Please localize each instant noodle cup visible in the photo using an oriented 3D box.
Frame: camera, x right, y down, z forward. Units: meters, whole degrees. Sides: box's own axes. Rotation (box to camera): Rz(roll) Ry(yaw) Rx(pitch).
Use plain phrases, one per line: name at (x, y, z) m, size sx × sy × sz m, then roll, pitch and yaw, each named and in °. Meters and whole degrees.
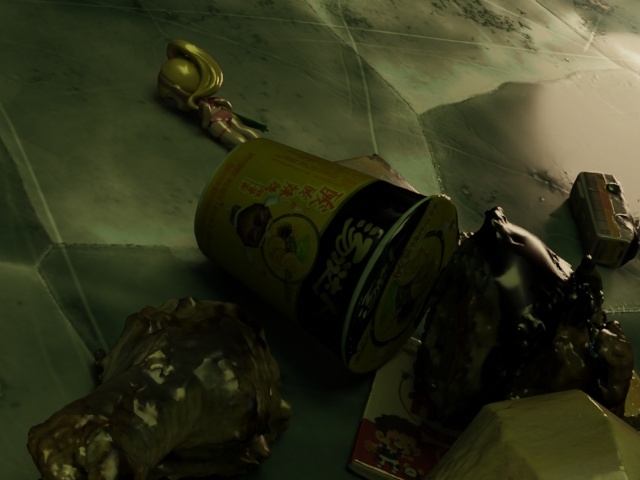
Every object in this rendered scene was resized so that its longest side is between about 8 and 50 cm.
instant noodle cup at (0.000, 0.000, 1.376) m, size 0.236 × 0.215 × 0.215 m, roll 29°, pitch 32°, yaw 24°

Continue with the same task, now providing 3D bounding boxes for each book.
book at (0.125, 0.195, 1.360) m, size 0.162 × 0.022 × 0.232 m, roll 26°, pitch 34°, yaw -2°

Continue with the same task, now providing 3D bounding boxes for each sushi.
sushi at (0.221, 0.107, 1.315) m, size 0.219 × 0.225 × 0.238 m, roll 21°, pitch 33°, yaw -4°

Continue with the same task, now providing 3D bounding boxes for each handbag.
handbag at (0.043, -0.049, 1.564) m, size 0.117 × 0.095 × 0.173 m, roll 42°, pitch 33°, yaw 26°

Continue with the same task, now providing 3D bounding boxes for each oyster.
oyster at (-0.148, 0.142, 1.149) m, size 0.198 × 0.133 × 0.337 m, roll 31°, pitch 29°, yaw 18°

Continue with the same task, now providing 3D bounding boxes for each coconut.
coconut at (0.215, 0.257, 1.125) m, size 0.259 × 0.259 × 0.259 m, roll 18°, pitch 35°, yaw -13°

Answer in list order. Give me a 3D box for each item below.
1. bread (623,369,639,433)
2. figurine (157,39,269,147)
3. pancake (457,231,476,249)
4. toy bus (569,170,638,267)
bread at (0.315, 0.194, 1.445) m, size 0.125 × 0.082 × 0.106 m, roll 0°, pitch 32°, yaw -20°
figurine at (-0.135, -0.175, 1.630) m, size 0.187 × 0.083 × 0.083 m, roll 45°, pitch 37°, yaw 8°
pancake at (0.223, 0.043, 1.626) m, size 0.152 × 0.025 × 0.151 m, roll 19°, pitch 34°, yaw -14°
toy bus at (0.400, -0.034, 1.823) m, size 0.072 × 0.057 × 0.172 m, roll 10°, pitch 37°, yaw -9°
